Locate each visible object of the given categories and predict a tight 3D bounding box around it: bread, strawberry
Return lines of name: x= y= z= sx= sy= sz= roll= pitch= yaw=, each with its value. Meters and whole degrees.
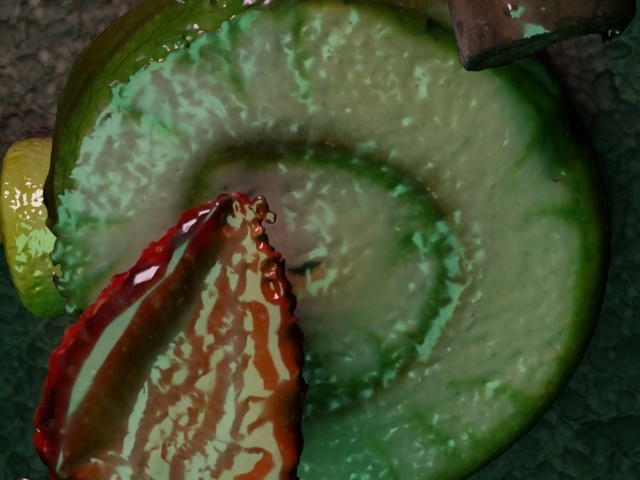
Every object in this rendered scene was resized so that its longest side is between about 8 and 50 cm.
bread: x=-0.170 y=-0.010 z=1.373 sx=0.114 sy=0.111 sz=0.129 roll=-10 pitch=115 yaw=9
bread: x=0.000 y=0.000 z=1.276 sx=0.366 sy=0.129 sz=0.382 roll=7 pitch=108 yaw=-9
strawberry: x=-0.095 y=0.074 z=1.174 sx=0.174 sy=0.098 sz=0.228 roll=-1 pitch=107 yaw=-5

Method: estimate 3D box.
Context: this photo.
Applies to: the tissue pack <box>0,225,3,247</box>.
tissue pack: x=-0.389 y=0.005 z=1.374 sx=0.274 sy=0.200 sz=0.167 roll=-20 pitch=106 yaw=21

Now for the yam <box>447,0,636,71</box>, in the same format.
yam: x=0.111 y=-0.247 z=1.139 sx=0.131 sy=0.131 sz=0.280 roll=-12 pitch=89 yaw=18
